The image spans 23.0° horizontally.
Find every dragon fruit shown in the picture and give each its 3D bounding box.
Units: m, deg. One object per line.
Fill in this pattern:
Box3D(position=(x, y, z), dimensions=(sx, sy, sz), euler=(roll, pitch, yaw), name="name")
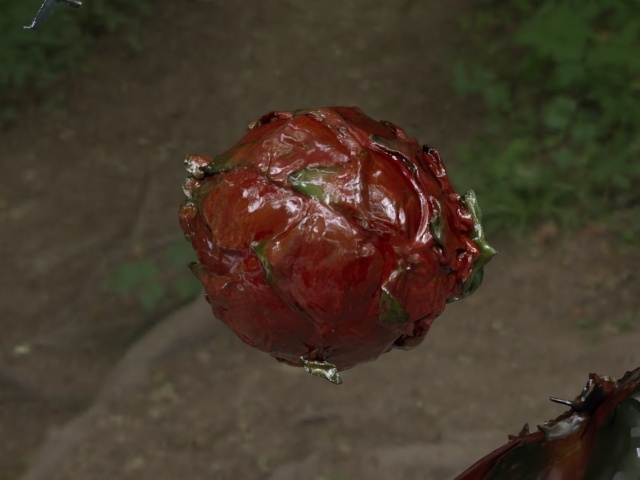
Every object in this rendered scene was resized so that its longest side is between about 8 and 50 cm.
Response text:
Box3D(position=(0.000, 0.000, 1.381), dimensions=(0.298, 0.244, 0.244), euler=(10, 17, 38), name="dragon fruit")

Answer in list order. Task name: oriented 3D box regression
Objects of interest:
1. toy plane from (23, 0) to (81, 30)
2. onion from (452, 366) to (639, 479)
Box3D(position=(-0.093, -0.113, 0.584), dimensions=(0.024, 0.078, 0.084), euler=(7, -3, 44), name="toy plane")
Box3D(position=(0.189, 0.181, 0.887), dimensions=(0.221, 0.281, 0.281), euler=(28, 9, -34), name="onion")
